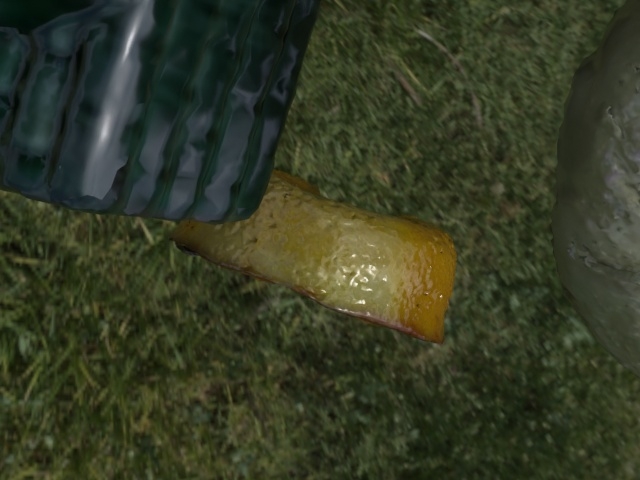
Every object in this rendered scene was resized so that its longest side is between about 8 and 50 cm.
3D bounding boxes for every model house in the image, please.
[{"bbox_3d":[-0.127,-0.261,0.681,0.395,0.400,0.445,13,106,-28],"label":"model house"}]

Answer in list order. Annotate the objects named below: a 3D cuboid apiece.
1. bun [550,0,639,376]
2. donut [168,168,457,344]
[{"bbox_3d":[0.245,-0.029,0.589,0.259,0.152,0.259,-11,111,-32],"label":"bun"},{"bbox_3d":[0.000,0.000,1.770,0.435,0.377,0.163,22,94,14],"label":"donut"}]
